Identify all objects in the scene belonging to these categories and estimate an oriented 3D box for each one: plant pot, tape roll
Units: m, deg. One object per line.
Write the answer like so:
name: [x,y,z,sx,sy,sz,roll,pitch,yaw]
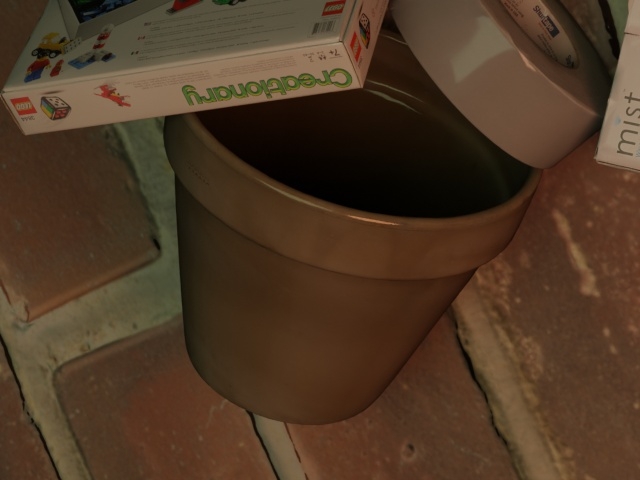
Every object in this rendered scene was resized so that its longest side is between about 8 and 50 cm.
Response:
plant pot: [0.000,0.000,1.529,0.323,0.323,0.280,30,125,19]
tape roll: [0.152,-0.167,1.457,0.072,0.219,0.219,-39,80,23]

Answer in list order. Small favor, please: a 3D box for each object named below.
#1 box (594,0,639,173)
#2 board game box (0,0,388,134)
box: [0.365,-0.160,1.383,0.231,0.127,0.262,13,94,22]
board game box: [-0.093,-0.184,1.419,0.305,0.193,0.053,-6,133,24]
